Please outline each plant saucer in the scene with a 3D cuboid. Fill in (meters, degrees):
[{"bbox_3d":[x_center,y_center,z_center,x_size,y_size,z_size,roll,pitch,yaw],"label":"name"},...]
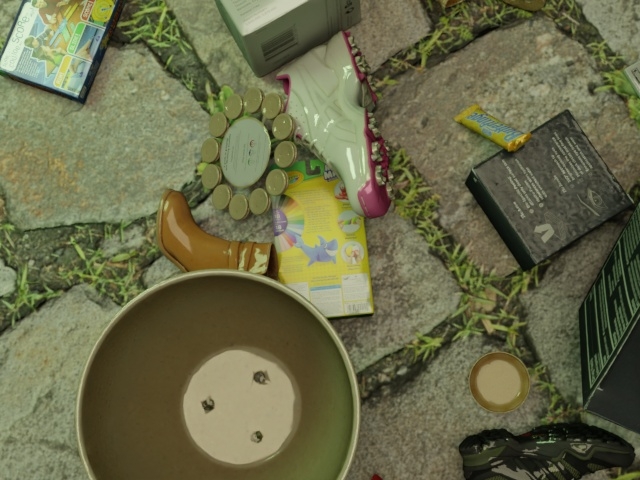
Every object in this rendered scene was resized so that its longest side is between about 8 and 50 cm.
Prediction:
[{"bbox_3d":[0.243,0.193,1.306,0.084,0.015,0.083,0,82,3],"label":"plant saucer"}]

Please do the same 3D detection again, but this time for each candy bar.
[{"bbox_3d":[0.234,-0.153,1.302,0.040,0.161,0.018,-32,119,-5],"label":"candy bar"}]

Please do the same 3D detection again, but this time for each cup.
[{"bbox_3d":[-0.114,0.211,1.208,0.331,0.237,0.330,0,82,2],"label":"cup"}]

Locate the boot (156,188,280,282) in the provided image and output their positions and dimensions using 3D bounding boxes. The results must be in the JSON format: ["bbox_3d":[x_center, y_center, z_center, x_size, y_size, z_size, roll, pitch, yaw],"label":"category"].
[{"bbox_3d":[-0.135,0.015,1.300,0.153,0.073,0.197,-10,96,23],"label":"boot"}]

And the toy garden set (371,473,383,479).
[{"bbox_3d":[0.069,0.432,1.265,0.204,0.049,0.244,-26,81,0],"label":"toy garden set"}]

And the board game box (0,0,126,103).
[{"bbox_3d":[-0.374,-0.315,1.398,0.136,0.035,0.201,20,83,5],"label":"board game box"}]

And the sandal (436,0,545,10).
[{"bbox_3d":[0.199,-0.359,1.352,0.240,0.088,0.079,20,77,0],"label":"sandal"}]

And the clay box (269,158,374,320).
[{"bbox_3d":[0.000,0.000,1.326,0.128,0.053,0.221,-5,80,1],"label":"clay box"}]

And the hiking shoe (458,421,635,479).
[{"bbox_3d":[0.299,0.306,1.264,0.227,0.086,0.114,-4,95,8],"label":"hiking shoe"}]

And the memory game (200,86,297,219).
[{"bbox_3d":[-0.101,-0.119,1.317,0.186,0.012,0.186,-5,83,40],"label":"memory game"}]

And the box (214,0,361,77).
[{"bbox_3d":[-0.048,-0.339,1.312,0.182,0.181,0.119,-30,82,-2],"label":"box"}]

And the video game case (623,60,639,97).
[{"bbox_3d":[0.506,-0.235,1.358,0.122,0.011,0.087,-29,81,-2],"label":"video game case"}]

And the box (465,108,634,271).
[{"bbox_3d":[0.307,-0.066,1.301,0.158,0.093,0.156,-32,82,-3],"label":"box"}]

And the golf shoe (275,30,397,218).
[{"bbox_3d":[0.018,-0.144,1.293,0.140,0.115,0.306,-19,52,11],"label":"golf shoe"}]

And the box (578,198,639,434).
[{"bbox_3d":[0.450,0.054,1.128,0.183,0.296,0.294,25,113,5],"label":"box"}]
